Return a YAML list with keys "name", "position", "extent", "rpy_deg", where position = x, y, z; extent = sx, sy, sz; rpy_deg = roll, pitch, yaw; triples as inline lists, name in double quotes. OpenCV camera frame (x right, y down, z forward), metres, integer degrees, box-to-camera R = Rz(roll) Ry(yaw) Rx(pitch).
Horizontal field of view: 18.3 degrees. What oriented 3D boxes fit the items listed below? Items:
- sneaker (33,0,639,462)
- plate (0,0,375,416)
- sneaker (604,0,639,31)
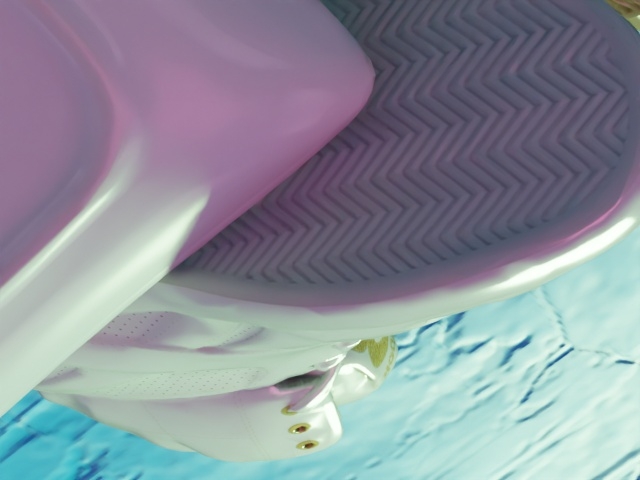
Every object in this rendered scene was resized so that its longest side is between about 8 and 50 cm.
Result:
- name: "sneaker"
  position: [0.000, 0.000, 0.625]
  extent: [0.292, 0.108, 0.169]
  rpy_deg: [-9, 158, 33]
- name: "plate"
  position: [-0.176, -0.042, 0.509]
  extent: [0.277, 0.045, 0.278]
  rpy_deg: [-40, 106, 19]
- name: "sneaker"
  position: [0.075, -0.143, 0.582]
  extent: [0.282, 0.153, 0.099]
  rpy_deg: [-6, 148, 28]
